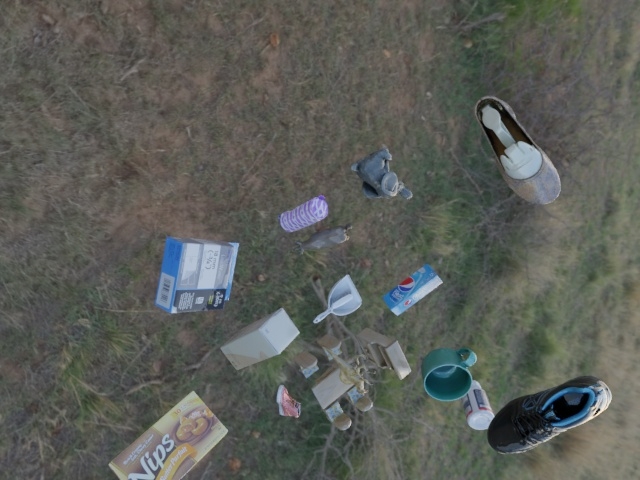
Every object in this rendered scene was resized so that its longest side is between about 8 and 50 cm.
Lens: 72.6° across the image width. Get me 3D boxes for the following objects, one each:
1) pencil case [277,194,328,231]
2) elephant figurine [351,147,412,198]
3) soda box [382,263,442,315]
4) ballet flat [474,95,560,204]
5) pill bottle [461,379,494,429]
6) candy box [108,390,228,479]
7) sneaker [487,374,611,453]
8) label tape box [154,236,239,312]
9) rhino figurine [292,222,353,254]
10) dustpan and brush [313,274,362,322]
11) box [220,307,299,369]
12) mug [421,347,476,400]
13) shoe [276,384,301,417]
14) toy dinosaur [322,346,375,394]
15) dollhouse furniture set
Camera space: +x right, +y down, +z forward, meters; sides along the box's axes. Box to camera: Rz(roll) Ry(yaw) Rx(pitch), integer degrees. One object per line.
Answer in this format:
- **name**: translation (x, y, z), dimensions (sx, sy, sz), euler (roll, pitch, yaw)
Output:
- **pencil case**: translation (-0.062, -0.093, 1.588), dimensions (0.086, 0.206, 0.088), euler (37, 56, -29)
- **elephant figurine**: translation (0.246, -0.229, 1.712), dimensions (0.186, 0.169, 0.239), euler (-25, 101, 7)
- **soda box**: translation (0.338, 0.182, 1.607), dimensions (0.210, 0.067, 0.071), euler (-39, 137, 9)
- **ballet flat**: translation (0.450, -0.222, 1.035), dimensions (0.106, 0.108, 0.315), euler (18, 43, -48)
- **pill bottle**: translation (0.641, 0.671, 1.797), dimensions (0.180, 0.108, 0.107), euler (-82, 156, -61)
- **candy box**: translation (-0.479, 0.667, 1.399), dimensions (0.316, 0.183, 0.087), euler (-39, 167, -31)
- **sneaker**: translation (0.569, 0.452, 1.134), dimensions (0.341, 0.125, 0.140), euler (-44, 145, 23)
- **label tape box**: translation (-0.403, 0.122, 1.567), dimensions (0.334, 0.106, 0.240), euler (6, 97, -54)
- **rhino figurine**: translation (0.000, 0.000, 1.613), dimensions (0.106, 0.243, 0.073), euler (-27, 99, -68)
- **dustpan and brush**: translation (0.057, 0.248, 1.679), dimensions (0.211, 0.060, 0.147), euler (-31, 112, -7)
- **box**: translation (-0.241, 0.389, 1.702), dimensions (0.121, 0.311, 0.148), euler (55, 45, -3)
- **mug**: translation (0.363, 0.365, 1.226), dimensions (0.097, 0.158, 0.129), euler (-79, 151, -66)
- **shoe**: translation (-0.122, 0.638, 1.725), dimensions (0.063, 0.081, 0.177), euler (-69, 162, -49)
- **toy dinosaur**: translation (0.085, 0.349, 1.174), dimensions (0.183, 0.093, 0.053), euler (52, 18, -10)
- **dollhouse furniture set**: translation (0.155, 0.590, 1.928), dimensions (0.394, 0.256, 0.362), euler (-33, 107, -22)
